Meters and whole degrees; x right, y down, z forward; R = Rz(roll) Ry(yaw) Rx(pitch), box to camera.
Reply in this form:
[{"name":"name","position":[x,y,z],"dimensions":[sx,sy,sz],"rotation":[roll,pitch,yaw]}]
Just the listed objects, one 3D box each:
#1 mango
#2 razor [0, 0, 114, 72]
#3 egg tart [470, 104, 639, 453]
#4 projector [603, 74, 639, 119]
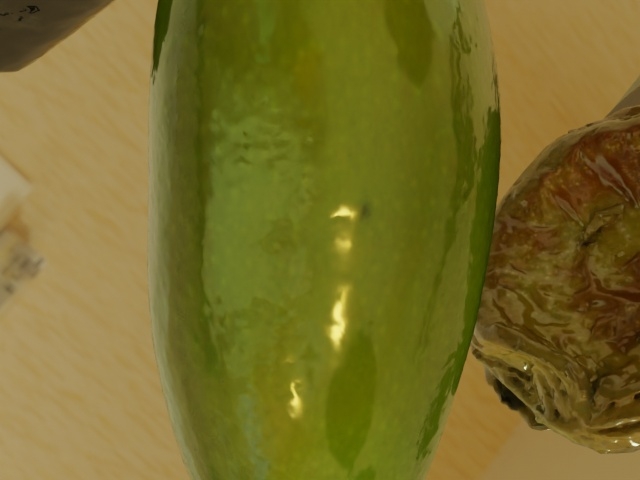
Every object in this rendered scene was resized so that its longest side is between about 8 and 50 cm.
[{"name":"mango","position":[0.000,0.000,0.693],"dimensions":[0.156,0.343,0.192],"rotation":[6,-169,15]},{"name":"razor","position":[-0.134,-0.200,0.797],"dimensions":[0.327,0.189,0.107],"rotation":[-25,-124,45]},{"name":"egg tart","position":[0.198,0.026,0.915],"dimensions":[0.241,0.106,0.241],"rotation":[-18,-130,23]},{"name":"projector","position":[0.262,-0.024,1.290],"dimensions":[0.259,0.079,0.257],"rotation":[-53,-169,27]}]
